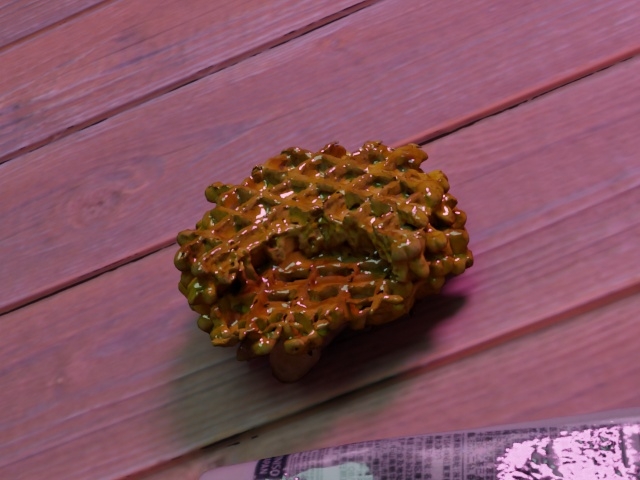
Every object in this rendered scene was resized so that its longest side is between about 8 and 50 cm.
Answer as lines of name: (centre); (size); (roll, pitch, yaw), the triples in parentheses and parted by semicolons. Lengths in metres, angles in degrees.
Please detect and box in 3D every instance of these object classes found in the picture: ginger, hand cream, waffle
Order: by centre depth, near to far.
hand cream: (0.063, 0.148, 0.666); (0.341, 0.077, 0.124); (-8, 41, 13)
ginger: (-0.011, 0.063, 0.829); (0.097, 0.030, 0.048); (-20, 40, 6)
waffle: (0.000, 0.000, 0.833); (0.193, 0.070, 0.197); (-21, 29, -10)
